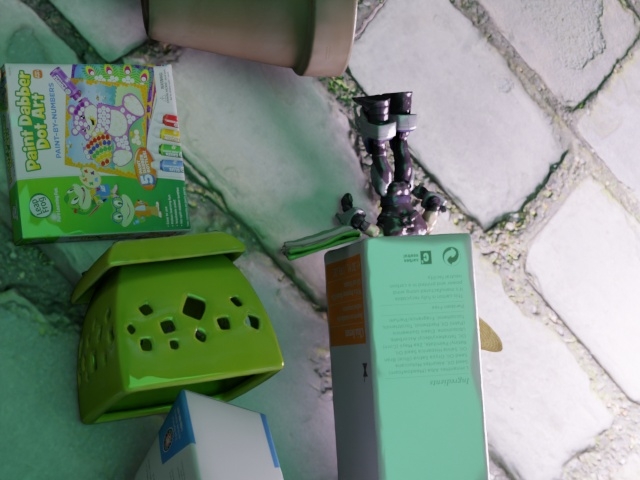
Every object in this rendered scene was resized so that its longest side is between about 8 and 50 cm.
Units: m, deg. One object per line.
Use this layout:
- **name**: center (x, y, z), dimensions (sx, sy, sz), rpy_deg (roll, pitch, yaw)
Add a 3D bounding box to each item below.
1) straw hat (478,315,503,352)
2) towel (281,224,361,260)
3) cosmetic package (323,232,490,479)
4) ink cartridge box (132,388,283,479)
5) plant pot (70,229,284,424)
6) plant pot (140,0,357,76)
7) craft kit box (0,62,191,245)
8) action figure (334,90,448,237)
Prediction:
- **straw hat**: center (0.206, 0.151, 2.131), dimensions (0.144, 0.144, 0.061), rpy_deg (26, 110, -20)
- **towel**: center (0.000, 0.000, 1.996), dimensions (0.113, 0.152, 0.023), rpy_deg (-19, 93, -3)
- **cosmetic package**: center (0.119, 0.226, 1.949), dimensions (0.162, 0.230, 0.453), rpy_deg (-3, 84, -15)
- **ink cartridge box**: center (-0.170, 0.381, 1.728), dimensions (0.129, 0.223, 0.307), rpy_deg (20, 113, -23)
- **plant pot**: center (-0.207, 0.113, 1.852), dimensions (0.228, 0.227, 0.207), rpy_deg (-7, 76, -27)
- **plant pot**: center (-0.115, -0.387, 1.978), dimensions (0.280, 0.323, 0.323), rpy_deg (-5, 81, -11)
- **craft kit box**: center (-0.317, -0.124, 1.939), dimensions (0.247, 0.061, 0.249), rpy_deg (-4, 81, -24)
- **action figure**: center (0.112, -0.084, 2.120), dimensions (0.185, 0.099, 0.285), rpy_deg (-10, 98, -34)
